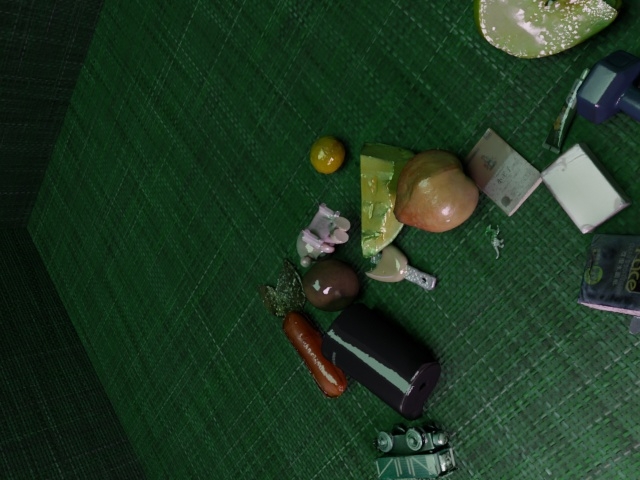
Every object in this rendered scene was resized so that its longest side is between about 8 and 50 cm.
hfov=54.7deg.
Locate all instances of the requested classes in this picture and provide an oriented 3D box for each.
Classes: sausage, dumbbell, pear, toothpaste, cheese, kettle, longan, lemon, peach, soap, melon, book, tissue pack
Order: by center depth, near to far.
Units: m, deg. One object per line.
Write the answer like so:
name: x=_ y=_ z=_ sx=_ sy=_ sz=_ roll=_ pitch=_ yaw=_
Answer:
dumbbell: x=0.700 y=-0.260 z=1.287 sx=0.325 sy=0.144 sz=0.160 roll=46 pitch=121 yaw=31
tissue pack: x=0.674 y=0.075 z=1.316 sx=0.235 sy=0.073 sz=0.173 roll=7 pitch=76 yaw=65
pear: x=0.490 y=-0.556 z=1.414 sx=0.282 sy=0.286 sz=0.176 roll=-41 pitch=22 yaw=52
soap: x=0.610 y=-0.121 z=1.438 sx=0.121 sy=0.064 sz=0.183 roll=-44 pitch=66 yaw=35
toothpaste: x=0.586 y=-0.307 z=1.463 sx=0.049 sy=0.031 sz=0.204 roll=37 pitch=120 yaw=36
book: x=0.463 y=-0.177 z=1.599 sx=0.198 sy=0.016 sz=0.138 roll=51 pitch=125 yaw=27
peach: x=0.291 y=-0.121 z=1.633 sx=0.232 sy=0.232 sz=0.232 roll=6 pitch=98 yaw=42
melon: x=0.175 y=-0.113 z=1.804 sx=0.196 sy=0.124 sz=0.323 roll=22 pitch=114 yaw=41
kettle: x=0.168 y=0.372 z=1.812 sx=0.308 sy=0.203 sz=0.262 roll=34 pitch=114 yaw=32
cheese: x=0.237 y=0.088 z=1.813 sx=0.235 sy=0.050 sz=0.127 roll=28 pitch=112 yaw=39
longan: x=0.031 y=0.138 z=1.918 sx=0.167 sy=0.187 sz=0.167 roll=-10 pitch=74 yaw=36
lemon: x=0.021 y=-0.267 z=1.937 sx=0.109 sy=0.109 sz=0.133 roll=51 pitch=131 yaw=27
sausage: x=-0.015 y=0.370 z=2.047 sx=0.330 sy=0.102 sz=0.102 roll=55 pitch=127 yaw=25

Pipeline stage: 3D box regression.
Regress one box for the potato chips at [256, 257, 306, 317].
potato chips: x=-0.138 y=0.181 z=2.187 sx=0.220 sy=0.029 sz=0.202 roll=-30 pitch=77 yaw=39

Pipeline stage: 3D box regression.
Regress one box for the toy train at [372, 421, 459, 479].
toy train: x=0.262 y=0.617 z=1.806 sx=0.269 sy=0.115 sz=0.154 roll=-22 pitch=74 yaw=41

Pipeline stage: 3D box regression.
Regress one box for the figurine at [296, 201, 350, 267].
figurine: x=-0.011 y=0.000 z=1.940 sx=0.256 sy=0.144 sz=0.182 roll=122 pitch=160 yaw=-62

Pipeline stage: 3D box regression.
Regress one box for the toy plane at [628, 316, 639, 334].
toy plane: x=0.786 y=0.127 z=1.284 sx=0.267 sy=0.088 sz=0.212 roll=-6 pitch=67 yaw=41

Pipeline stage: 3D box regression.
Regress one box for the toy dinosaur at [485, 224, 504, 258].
toy dinosaur: x=0.453 y=-0.001 z=1.626 sx=0.062 sy=0.021 sz=0.083 roll=34 pitch=112 yaw=43
